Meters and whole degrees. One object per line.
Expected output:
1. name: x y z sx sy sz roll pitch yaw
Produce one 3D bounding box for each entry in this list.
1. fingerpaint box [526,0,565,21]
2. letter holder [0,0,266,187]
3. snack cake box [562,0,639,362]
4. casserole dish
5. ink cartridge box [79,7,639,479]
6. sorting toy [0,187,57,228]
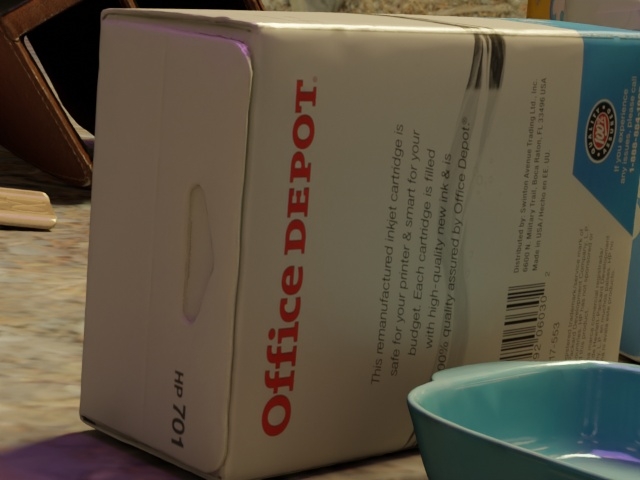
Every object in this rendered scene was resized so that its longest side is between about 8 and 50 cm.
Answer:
1. fingerpaint box: 0.323 -0.208 1.009 0.371 0.444 0.163 2 9 -13
2. letter holder: -0.143 -0.106 1.167 0.152 0.214 0.302 -33 23 -16
3. snack cake box: 0.238 -0.030 0.789 0.264 0.152 0.089 0 11 -23
4. casserole dish: 0.108 0.071 0.480 0.114 0.037 0.188 -4 14 -43
5. ink cartridge box: 0.020 -0.006 0.582 0.191 0.139 0.082 -4 14 -41
6. sorting toy: -0.188 -0.018 0.943 0.083 0.012 0.062 5 14 -15
